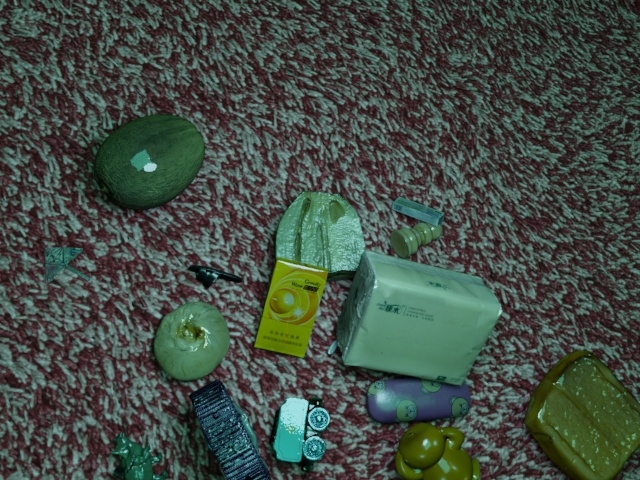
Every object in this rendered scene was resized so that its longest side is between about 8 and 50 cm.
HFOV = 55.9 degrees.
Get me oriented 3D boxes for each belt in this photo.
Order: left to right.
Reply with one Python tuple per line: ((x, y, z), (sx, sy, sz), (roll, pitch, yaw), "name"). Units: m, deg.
((-0.220, 0.514, 1.526), (0.122, 0.260, 0.324), (-28, 80, -14), "belt")

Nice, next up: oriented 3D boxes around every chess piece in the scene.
((0.314, -0.014, 1.921), (0.171, 0.094, 0.094), (-22, 78, -27), "chess piece")

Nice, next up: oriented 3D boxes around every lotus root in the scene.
((-0.013, -0.011, 1.809), (0.267, 0.149, 0.260), (-6, 75, -6), "lotus root")

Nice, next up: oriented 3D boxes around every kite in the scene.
((-0.717, 0.073, 1.694), (0.152, 0.005, 0.137), (41, 71, 2), "kite")

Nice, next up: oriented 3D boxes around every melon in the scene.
((-0.482, -0.227, 1.721), (0.329, 0.248, 0.248), (-39, 84, -24), "melon")

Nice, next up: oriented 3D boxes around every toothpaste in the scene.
((0.310, -0.094, 1.925), (0.164, 0.034, 0.046), (23, 40, 23), "toothpaste")

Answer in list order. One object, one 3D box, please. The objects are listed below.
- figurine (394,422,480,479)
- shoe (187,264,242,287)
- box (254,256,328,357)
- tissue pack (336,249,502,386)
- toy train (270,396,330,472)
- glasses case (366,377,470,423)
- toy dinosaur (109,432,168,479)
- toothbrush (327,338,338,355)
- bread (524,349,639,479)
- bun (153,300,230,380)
((0.318, 0.599, 1.647), (0.215, 0.215, 0.228), (-37, 79, -21), "figurine")
((-0.308, 0.113, 1.746), (0.160, 0.062, 0.053), (13, 72, -12), "shoe")
((-0.084, 0.191, 1.707), (0.153, 0.043, 0.269), (13, 104, -9), "box")
((0.263, 0.221, 1.697), (0.381, 0.297, 0.207), (12, 25, -12), "tissue pack")
((-0.055, 0.524, 1.646), (0.155, 0.107, 0.197), (10, 70, -1), "toy train")
((0.287, 0.461, 1.755), (0.317, 0.076, 0.123), (0, 71, -13), "glasses case")
((-0.432, 0.614, 1.543), (0.292, 0.079, 0.120), (44, 74, 7), "toy dinosaur")
((0.098, 0.226, 1.822), (0.021, 0.024, 0.288), (36, 66, -2), "toothbrush")
((0.780, 0.536, 1.810), (0.337, 0.148, 0.328), (45, 73, 2), "bread")
((-0.351, 0.270, 1.647), (0.223, 0.127, 0.222), (3, 74, -10), "bun")
